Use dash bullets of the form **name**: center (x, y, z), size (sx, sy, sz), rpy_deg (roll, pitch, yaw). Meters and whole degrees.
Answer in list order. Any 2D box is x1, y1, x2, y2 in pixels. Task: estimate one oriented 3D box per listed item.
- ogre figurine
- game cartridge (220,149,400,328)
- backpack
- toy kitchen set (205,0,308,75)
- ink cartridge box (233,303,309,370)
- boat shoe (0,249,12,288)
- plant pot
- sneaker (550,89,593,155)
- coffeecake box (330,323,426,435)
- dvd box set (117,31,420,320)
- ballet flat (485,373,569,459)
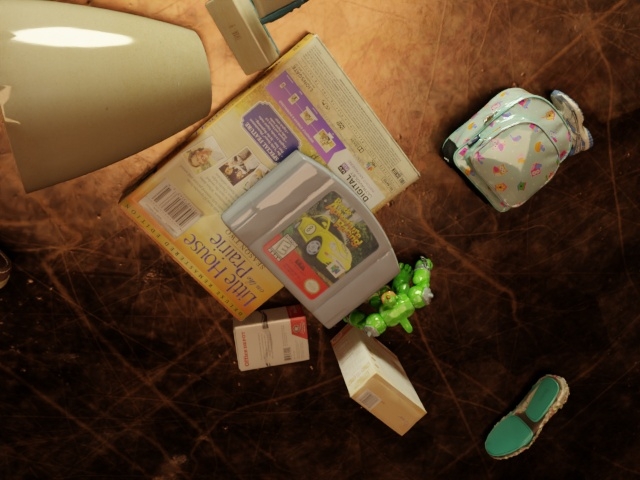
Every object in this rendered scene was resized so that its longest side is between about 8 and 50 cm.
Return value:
- **ogre figurine**: center (0.135, 0.112, 1.118), size (0.196, 0.118, 0.097), rpy_deg (-16, 115, -5)
- **game cartridge**: center (0.000, 0.000, 1.017), size (0.196, 0.060, 0.294), rpy_deg (-41, 116, 3)
- **backpack**: center (0.331, -0.161, 1.030), size (0.188, 0.144, 0.166), rpy_deg (-45, 108, 6)
- **toy kitchen set**: center (-0.033, -0.371, 0.915), size (0.207, 0.166, 0.122), rpy_deg (-12, 120, 35)
- **ink cartridge box**: center (-0.095, 0.184, 1.137), size (0.135, 0.056, 0.099), rpy_deg (-7, 113, -8)
- **boat shoe**: center (-0.614, -0.054, 0.906), size (0.342, 0.123, 0.123), rpy_deg (40, 102, -16)
- **plant pot**: center (-0.304, -0.220, 0.845), size (0.273, 0.256, 0.257), rpy_deg (-15, 116, -23)
- **sneaker**: center (0.444, -0.208, 1.081), size (0.058, 0.052, 0.135), rpy_deg (-34, 114, 9)
- **coffeecake box**: center (0.105, 0.255, 1.135), size (0.142, 0.185, 0.068), rpy_deg (41, 100, -22)
- **dvd box set**: center (-0.080, -0.093, 1.021), size (0.420, 0.062, 0.308), rpy_deg (-40, 114, 6)
- **ballet flat**: center (0.469, 0.400, 1.327), size (0.077, 0.091, 0.241), rpy_deg (23, 112, -42)
